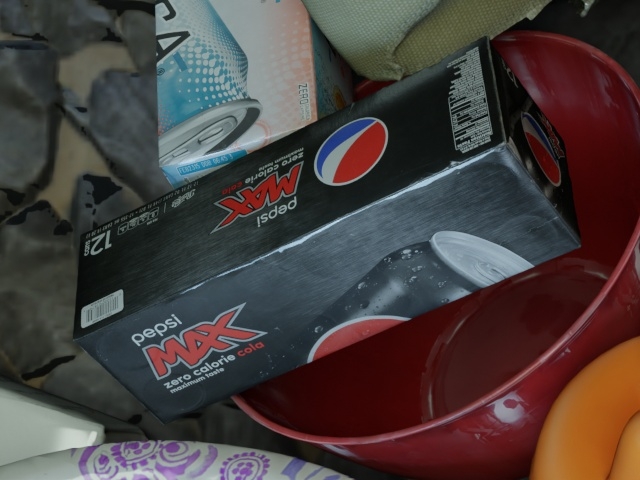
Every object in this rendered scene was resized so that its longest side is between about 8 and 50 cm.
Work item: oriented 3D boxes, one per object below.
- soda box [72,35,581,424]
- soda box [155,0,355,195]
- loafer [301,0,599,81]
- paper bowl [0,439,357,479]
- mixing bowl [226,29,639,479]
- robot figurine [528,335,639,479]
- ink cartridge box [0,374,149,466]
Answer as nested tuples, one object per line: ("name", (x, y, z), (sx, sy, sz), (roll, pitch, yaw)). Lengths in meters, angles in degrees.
("soda box", (0.000, 0.000, 0.667), (0.169, 0.060, 0.053), (-24, 41, 21))
("soda box", (-0.026, -0.087, 0.749), (0.063, 0.058, 0.183), (-15, 50, 12))
("loafer", (0.093, -0.140, 0.731), (0.268, 0.092, 0.102), (-25, 44, -23))
("paper bowl", (-0.064, 0.210, 0.624), (0.284, 0.284, 0.148), (2, 127, 12))
("mixing bowl", (0.059, 0.022, 0.723), (0.181, 0.098, 0.181), (-23, 42, 22))
("robot figurine", (0.126, 0.115, 0.651), (0.128, 0.219, 0.158), (-11, 50, -13))
("ink cartridge box", (-0.129, 0.211, 0.773), (0.261, 0.066, 0.296), (18, 87, 14))
